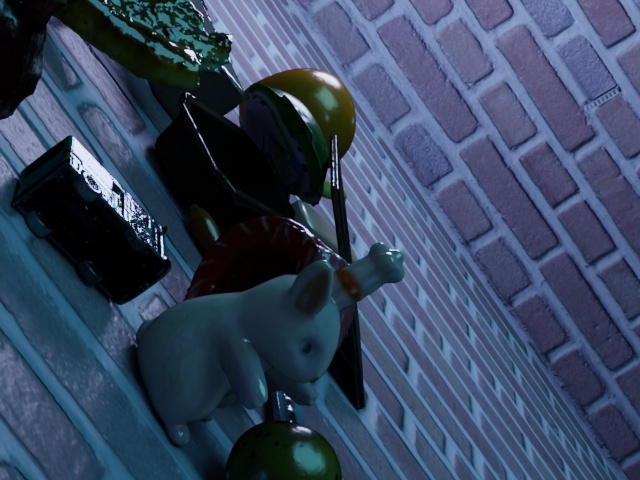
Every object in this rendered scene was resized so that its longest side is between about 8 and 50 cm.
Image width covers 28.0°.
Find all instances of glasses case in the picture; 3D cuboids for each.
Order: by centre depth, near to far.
[{"bbox_3d":[0.000,0.000,2.157,0.196,0.050,0.083,40,18,-52],"label":"glasses case"}]

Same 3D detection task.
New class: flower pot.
[{"bbox_3d":[-0.140,-0.088,1.778,0.178,0.084,0.251,63,15,23],"label":"flower pot"}]

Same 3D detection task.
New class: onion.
[{"bbox_3d":[-0.302,-0.193,1.184,0.135,0.198,0.173,36,41,-73],"label":"onion"}]

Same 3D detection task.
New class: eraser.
[{"bbox_3d":[-0.226,-0.322,1.967,0.077,0.111,0.352,40,20,-52],"label":"eraser"}]

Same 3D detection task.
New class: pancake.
[{"bbox_3d":[-0.283,-0.376,1.728,0.305,0.067,0.426,-17,72,-46],"label":"pancake"}]

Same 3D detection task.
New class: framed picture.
[{"bbox_3d":[0.039,0.041,1.916,0.265,0.016,0.347,-91,174,-70],"label":"framed picture"}]

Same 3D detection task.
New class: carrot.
[{"bbox_3d":[-0.137,0.013,1.655,0.142,0.035,0.035,64,14,14],"label":"carrot"}]

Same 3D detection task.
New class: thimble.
[{"bbox_3d":[-0.059,0.073,1.457,0.163,0.189,0.125,35,-4,34],"label":"thimble"}]

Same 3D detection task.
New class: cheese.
[{"bbox_3d":[-0.063,-0.130,1.962,0.203,0.083,0.320,56,-21,9],"label":"cheese"}]

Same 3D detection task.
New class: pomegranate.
[{"bbox_3d":[-0.042,0.240,1.273,0.130,0.130,0.130,52,13,-18],"label":"pomegranate"}]

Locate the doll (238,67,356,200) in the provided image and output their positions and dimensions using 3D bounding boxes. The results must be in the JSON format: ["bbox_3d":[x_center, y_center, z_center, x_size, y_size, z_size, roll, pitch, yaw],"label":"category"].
[{"bbox_3d":[-0.028,-0.174,2.184,0.213,0.214,0.236,0,72,-75],"label":"doll"}]

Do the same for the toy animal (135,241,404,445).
[{"bbox_3d":[-0.045,0.103,1.266,0.140,0.283,0.138,0,72,-72],"label":"toy animal"}]

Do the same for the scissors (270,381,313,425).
[{"bbox_3d":[-0.044,0.162,1.628,0.180,0.032,0.393,51,12,-23],"label":"scissors"}]

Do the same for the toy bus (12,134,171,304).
[{"bbox_3d":[-0.227,-0.021,1.296,0.160,0.079,0.091,48,14,-28],"label":"toy bus"}]
